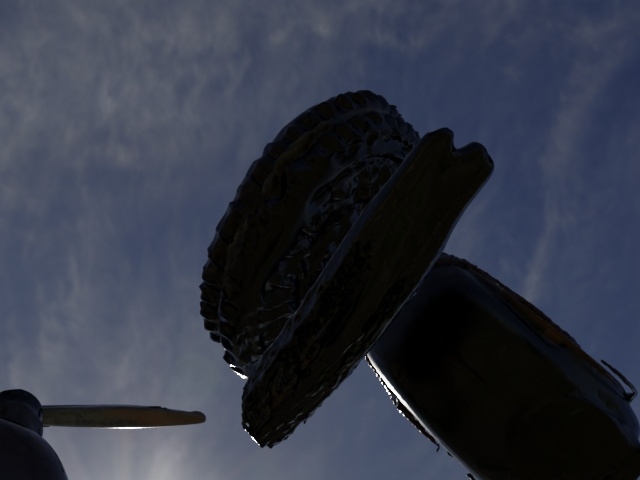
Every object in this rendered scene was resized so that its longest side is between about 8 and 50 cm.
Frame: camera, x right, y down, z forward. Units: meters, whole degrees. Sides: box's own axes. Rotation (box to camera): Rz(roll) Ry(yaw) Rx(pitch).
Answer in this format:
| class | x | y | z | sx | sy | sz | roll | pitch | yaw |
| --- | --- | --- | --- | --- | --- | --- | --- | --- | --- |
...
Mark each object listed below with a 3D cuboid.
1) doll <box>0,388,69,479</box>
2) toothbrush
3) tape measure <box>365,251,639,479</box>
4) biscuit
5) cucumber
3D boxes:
| class | x | y | z | sx | sy | sz | roll | pitch | yaw |
| --- | --- | --- | --- | --- | --- | --- | --- | --- | --- |
| doll | -0.230 | 0.206 | 0.681 | 0.181 | 0.257 | 0.117 | -2 | -46 | -16 |
| toothbrush | -0.283 | 0.149 | 0.906 | 0.375 | 0.028 | 0.037 | 2 | -96 | -16 |
| tape measure | 0.131 | 0.111 | 0.789 | 0.223 | 0.202 | 0.135 | 41 | -87 | 6 |
| biscuit | 0.000 | 0.000 | 0.656 | 0.194 | 0.053 | 0.195 | -39 | -33 | -31 |
| cucumber | 0.015 | 0.019 | 0.383 | 0.033 | 0.034 | 0.135 | 27 | -71 | -30 |
